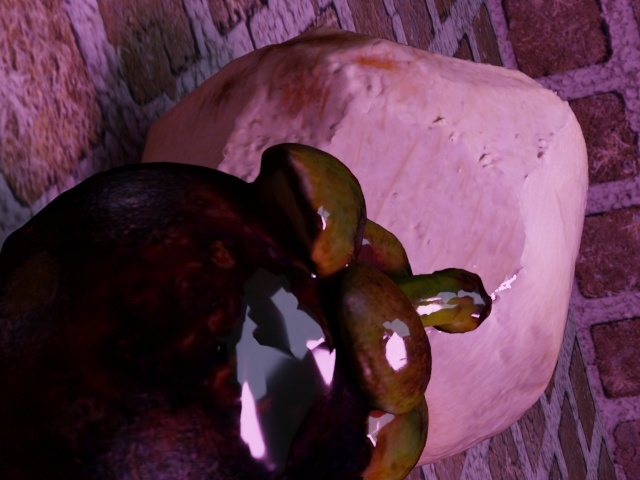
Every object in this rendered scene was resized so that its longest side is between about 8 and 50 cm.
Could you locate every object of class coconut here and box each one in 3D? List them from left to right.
[{"bbox_3d":[0.031,-0.014,1.262,0.415,0.344,0.415,16,48,-19],"label":"coconut"}]

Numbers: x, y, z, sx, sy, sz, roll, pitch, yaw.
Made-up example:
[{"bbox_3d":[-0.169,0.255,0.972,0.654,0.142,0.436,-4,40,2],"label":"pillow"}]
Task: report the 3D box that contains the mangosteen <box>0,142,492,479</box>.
[{"bbox_3d":[-0.078,0.088,0.943,0.311,0.311,0.311,-12,90,-71],"label":"mangosteen"}]
